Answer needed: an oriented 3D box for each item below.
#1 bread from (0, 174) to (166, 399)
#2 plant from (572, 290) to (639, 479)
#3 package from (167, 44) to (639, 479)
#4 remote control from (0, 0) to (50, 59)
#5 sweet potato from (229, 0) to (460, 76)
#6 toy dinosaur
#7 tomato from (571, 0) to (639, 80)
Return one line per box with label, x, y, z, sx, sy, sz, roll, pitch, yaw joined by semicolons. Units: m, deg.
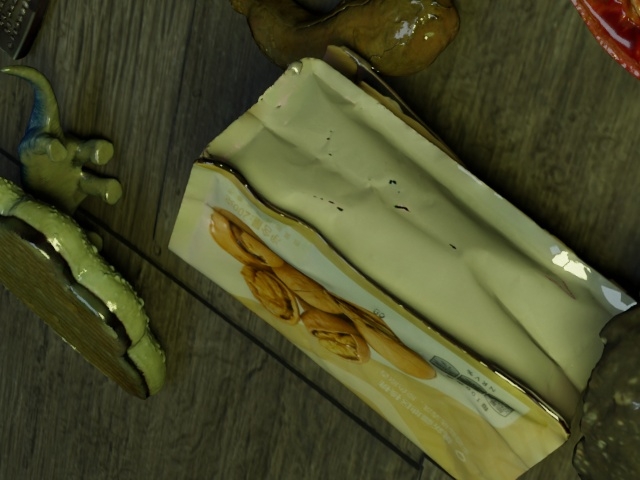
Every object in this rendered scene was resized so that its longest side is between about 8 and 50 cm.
bread;-0.246;0.026;1.480;0.286;0.056;0.207;41;157;6
plant;0.318;0.128;0.942;0.321;0.181;0.194;21;129;31
package;0.066;0.017;1.157;0.311;0.165;0.221;38;157;5
remote control;-0.257;-0.252;1.472;0.059;0.028;0.212;50;134;13
sweet potato;0.015;-0.159;1.220;0.233;0.062;0.081;8;96;46
toy dinosaur;-0.280;-0.074;1.520;0.188;0.075;0.247;11;136;38
tomato;0.229;-0.188;0.979;0.174;0.082;0.166;54;139;8
